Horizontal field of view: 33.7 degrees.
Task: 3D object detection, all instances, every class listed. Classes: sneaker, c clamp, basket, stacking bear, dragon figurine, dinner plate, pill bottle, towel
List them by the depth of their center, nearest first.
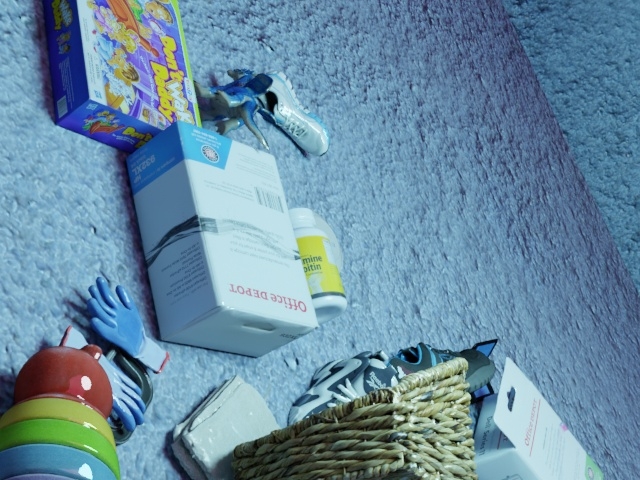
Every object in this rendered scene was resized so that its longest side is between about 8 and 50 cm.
[{"bbox_3d":[-0.288,0.238,1.148,0.164,0.175,0.289,48,21,-35],"label":"stacking bear"},{"bbox_3d":[-0.271,0.179,1.355,0.137,0.022,0.161,53,28,-23],"label":"c clamp"},{"bbox_3d":[0.030,0.258,1.366,0.213,0.299,0.223,33,42,-37],"label":"basket"},{"bbox_3d":[-0.087,0.340,1.466,0.282,0.049,0.187,58,31,-5],"label":"towel"},{"bbox_3d":[0.048,0.249,1.645,0.094,0.153,0.235,53,30,-8],"label":"sneaker"},{"bbox_3d":[-0.026,0.043,1.767,0.103,0.103,0.184,16,51,-51],"label":"pill bottle"},{"bbox_3d":[-0.121,-0.232,1.773,0.144,0.289,0.085,-17,115,-28],"label":"dragon figurine"},{"bbox_3d":[0.000,0.000,1.936,0.141,0.017,0.141,39,36,-35],"label":"dinner plate"},{"bbox_3d":[0.219,0.240,1.951,0.140,0.125,0.341,58,27,7],"label":"sneaker"},{"bbox_3d":[-0.061,-0.230,2.006,0.191,0.071,0.083,49,36,-2],"label":"sneaker"}]

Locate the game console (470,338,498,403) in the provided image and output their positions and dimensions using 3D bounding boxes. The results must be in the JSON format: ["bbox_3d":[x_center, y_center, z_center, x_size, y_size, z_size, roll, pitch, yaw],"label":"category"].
[{"bbox_3d":[0.334,0.267,2.157,0.122,0.071,0.107,-1,65,-57],"label":"game console"}]

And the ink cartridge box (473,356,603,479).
[{"bbox_3d":[0.407,0.427,2.072,0.353,0.119,0.207,51,34,-16],"label":"ink cartridge box"}]

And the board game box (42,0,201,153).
[{"bbox_3d":[-0.314,-0.303,1.655,0.233,0.078,0.347,21,47,-48],"label":"board game box"}]

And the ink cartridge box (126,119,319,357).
[{"bbox_3d":[-0.148,0.003,1.586,0.223,0.129,0.308,18,49,-50],"label":"ink cartridge box"}]

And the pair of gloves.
[{"bbox_3d":[-0.261,0.145,1.351,0.159,0.023,0.198,52,27,-24],"label":"pair of gloves"}]
